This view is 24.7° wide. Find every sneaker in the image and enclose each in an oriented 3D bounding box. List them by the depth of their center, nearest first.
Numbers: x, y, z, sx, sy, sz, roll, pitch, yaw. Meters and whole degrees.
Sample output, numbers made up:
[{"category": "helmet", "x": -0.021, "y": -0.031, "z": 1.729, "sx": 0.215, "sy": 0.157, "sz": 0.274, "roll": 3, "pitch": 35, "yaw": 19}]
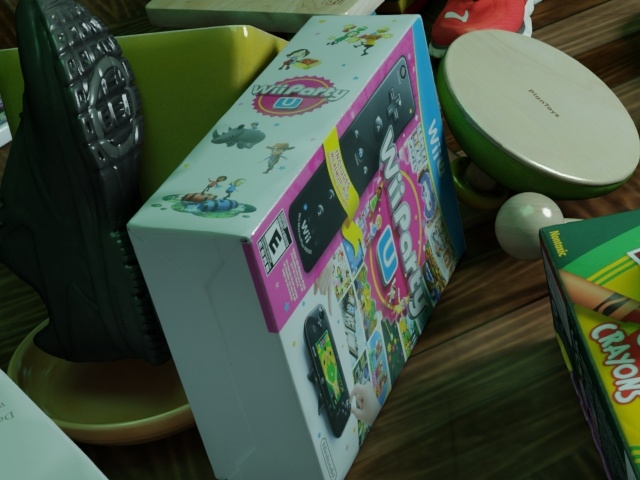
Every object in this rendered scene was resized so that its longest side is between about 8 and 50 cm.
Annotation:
[{"category": "sneaker", "x": -0.191, "y": -0.038, "z": 1.074, "sx": 0.130, "sy": 0.286, "sz": 0.109, "roll": -9, "pitch": 7, "yaw": 19}, {"category": "sneaker", "x": 0.174, "y": -0.279, "z": 1.538, "sx": 0.107, "sy": 0.118, "sz": 0.279, "roll": 0, "pitch": 34, "yaw": 22}]

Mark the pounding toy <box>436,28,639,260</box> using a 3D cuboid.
[{"category": "pounding toy", "x": 0.170, "y": -0.057, "z": 1.210, "sx": 0.183, "sy": 0.110, "sz": 0.236, "roll": 4, "pitch": 47, "yaw": -29}]

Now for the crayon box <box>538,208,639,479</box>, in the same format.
[{"category": "crayon box", "x": 0.329, "y": 0.087, "z": 0.910, "sx": 0.313, "sy": 0.106, "sz": 0.363, "roll": -12, "pitch": 31, "yaw": 2}]

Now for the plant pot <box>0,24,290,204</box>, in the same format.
[{"category": "plant pot", "x": -0.122, "y": -0.062, "z": 1.202, "sx": 0.212, "sy": 0.187, "sz": 0.212, "roll": -4, "pitch": 0, "yaw": 15}]

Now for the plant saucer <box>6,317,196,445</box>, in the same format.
[{"category": "plant saucer", "x": -0.140, "y": 0.097, "z": 1.130, "sx": 0.200, "sy": 0.037, "sz": 0.200, "roll": -8, "pitch": 29, "yaw": 4}]

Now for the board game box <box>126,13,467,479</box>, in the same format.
[{"category": "board game box", "x": 0.000, "y": 0.000, "z": 1.064, "sx": 0.098, "sy": 0.224, "sz": 0.303, "roll": 2, "pitch": 35, "yaw": 25}]

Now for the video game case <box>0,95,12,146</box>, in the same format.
[{"category": "video game case", "x": -0.399, "y": -0.134, "z": 1.620, "sx": 0.183, "sy": 0.023, "sz": 0.201, "roll": 17, "pitch": 42, "yaw": 39}]

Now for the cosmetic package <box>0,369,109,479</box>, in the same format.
[{"category": "cosmetic package", "x": -0.190, "y": 0.208, "z": 0.820, "sx": 0.156, "sy": 0.217, "sz": 0.385, "roll": -30, "pitch": 37, "yaw": -25}]

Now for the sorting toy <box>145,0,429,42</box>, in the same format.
[{"category": "sorting toy", "x": -0.015, "y": -0.273, "z": 1.629, "sx": 0.256, "sy": 0.089, "sz": 0.257, "roll": 7, "pitch": 38, "yaw": 31}]
